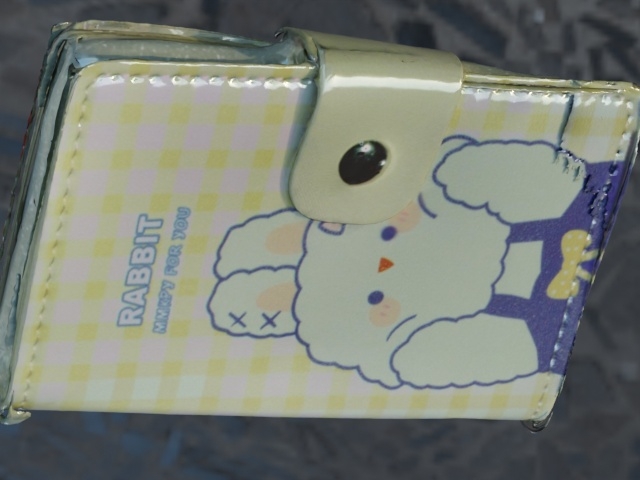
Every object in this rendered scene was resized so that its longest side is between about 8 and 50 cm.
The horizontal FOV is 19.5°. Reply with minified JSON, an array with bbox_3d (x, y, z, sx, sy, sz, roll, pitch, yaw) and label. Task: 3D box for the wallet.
[{"bbox_3d":[0.000,0.000,0.933,0.309,0.077,0.223,3,119,-23],"label":"wallet"}]
